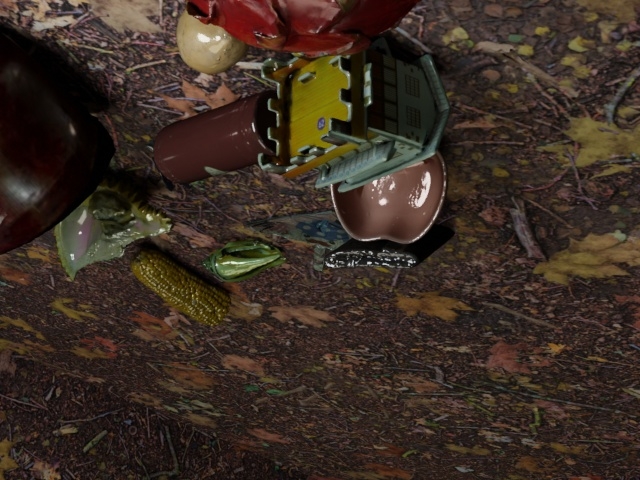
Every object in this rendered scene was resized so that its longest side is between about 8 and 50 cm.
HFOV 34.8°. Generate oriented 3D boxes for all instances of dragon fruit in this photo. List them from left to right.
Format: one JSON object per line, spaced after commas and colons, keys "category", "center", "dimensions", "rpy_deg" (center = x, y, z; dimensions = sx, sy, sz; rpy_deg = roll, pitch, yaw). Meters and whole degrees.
{"category": "dragon fruit", "center": [-0.022, -0.344, 1.162], "dimensions": [0.343, 0.277, 0.277], "rpy_deg": [7, 156, -13]}

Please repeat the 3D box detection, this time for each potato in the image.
{"category": "potato", "center": [-0.161, -0.301, 1.512], "dimensions": [0.112, 0.112, 0.147], "rpy_deg": [20, 161, -15]}

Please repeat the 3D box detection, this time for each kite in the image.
{"category": "kite", "center": [0.000, 0.000, 2.165], "dimensions": [0.335, 0.011, 0.314], "rpy_deg": [15, 156, -1]}

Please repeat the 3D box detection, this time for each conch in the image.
{"category": "conch", "center": [-0.182, 0.044, 2.270], "dimensions": [0.201, 0.079, 0.095], "rpy_deg": [-22, 128, 25]}

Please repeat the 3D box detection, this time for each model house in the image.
{"category": "model house", "center": [0.042, -0.188, 1.533], "dimensions": [0.215, 0.198, 0.224], "rpy_deg": [15, 157, -34]}

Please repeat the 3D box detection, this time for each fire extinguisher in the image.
{"category": "fire extinguisher", "center": [-0.188, -0.162, 1.788], "dimensions": [0.337, 0.114, 0.135], "rpy_deg": [-10, 125, 41]}

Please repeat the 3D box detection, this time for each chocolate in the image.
{"category": "chocolate", "center": [-0.591, -0.195, 1.707], "dimensions": [0.384, 0.383, 0.331], "rpy_deg": [-2, 135, 29]}

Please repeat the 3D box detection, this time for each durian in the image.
{"category": "durian", "center": [-0.439, -0.039, 2.114], "dimensions": [0.306, 0.166, 0.172], "rpy_deg": [-14, 147, 28]}

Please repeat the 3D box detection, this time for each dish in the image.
{"category": "dish", "center": [0.127, -0.097, 1.765], "dimensions": [0.213, 0.213, 0.090], "rpy_deg": [3, -174, 20]}

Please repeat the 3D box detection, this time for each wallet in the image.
{"category": "wallet", "center": [0.133, 0.002, 1.866], "dimensions": [0.171, 0.044, 0.321], "rpy_deg": [0, -169, 19]}

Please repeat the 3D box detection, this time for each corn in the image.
{"category": "corn", "center": [-0.340, 0.113, 2.459], "dimensions": [0.102, 0.102, 0.313], "rpy_deg": [-12, 145, 42]}
